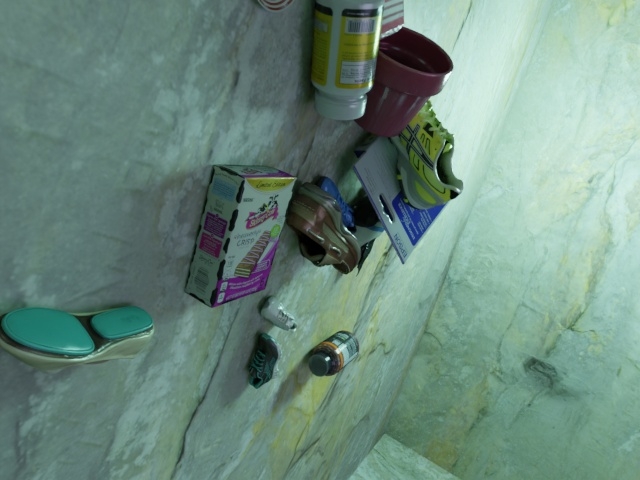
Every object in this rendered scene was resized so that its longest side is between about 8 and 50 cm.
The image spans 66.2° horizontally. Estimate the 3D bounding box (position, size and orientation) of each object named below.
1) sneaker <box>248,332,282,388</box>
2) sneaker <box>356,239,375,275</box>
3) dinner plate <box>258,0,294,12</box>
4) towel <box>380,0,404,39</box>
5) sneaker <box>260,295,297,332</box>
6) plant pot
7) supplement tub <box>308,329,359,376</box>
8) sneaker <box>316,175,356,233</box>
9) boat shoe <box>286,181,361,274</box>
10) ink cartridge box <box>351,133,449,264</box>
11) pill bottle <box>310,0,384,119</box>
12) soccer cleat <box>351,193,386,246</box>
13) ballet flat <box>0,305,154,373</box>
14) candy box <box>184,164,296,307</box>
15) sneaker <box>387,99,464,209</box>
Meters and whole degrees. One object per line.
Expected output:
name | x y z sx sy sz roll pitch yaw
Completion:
sneaker | -0.138 0.294 1.174 0.076 0.064 0.167 -36 141 -42
sneaker | 0.128 0.018 1.477 0.089 0.051 0.170 -45 153 -47
dinner plate | -0.064 -0.411 0.719 0.141 0.017 0.141 -47 150 -38
towel | 0.111 -0.486 0.921 0.144 0.029 0.197 -42 133 -44
sneaker | -0.093 0.176 1.157 0.054 0.061 0.152 -58 154 -13
plant pot | 0.153 -0.332 1.052 0.201 0.201 0.180 -42 162 -43
supplement tub | 0.039 0.359 1.548 0.197 0.106 0.106 -16 126 -59
sneaker | 0.044 -0.080 1.170 0.069 0.082 0.209 -61 155 -20
boat shoe | 0.000 0.000 1.130 0.116 0.123 0.324 -54 145 -16
ink cartridge box | 0.207 -0.147 1.295 0.307 0.072 0.304 -46 117 -33
pill bottle | 0.043 -0.334 0.887 0.119 0.119 0.209 -41 147 -44
soccer cleat | 0.168 -0.090 1.408 0.331 0.116 0.143 -37 153 -39
ballet flat | -0.317 0.135 0.638 0.086 0.086 0.248 -67 157 2
candy box | -0.138 -0.013 0.870 0.159 0.071 0.234 -15 125 -60
sneaker | 0.251 -0.268 1.200 0.145 0.147 0.385 -34 110 -39
